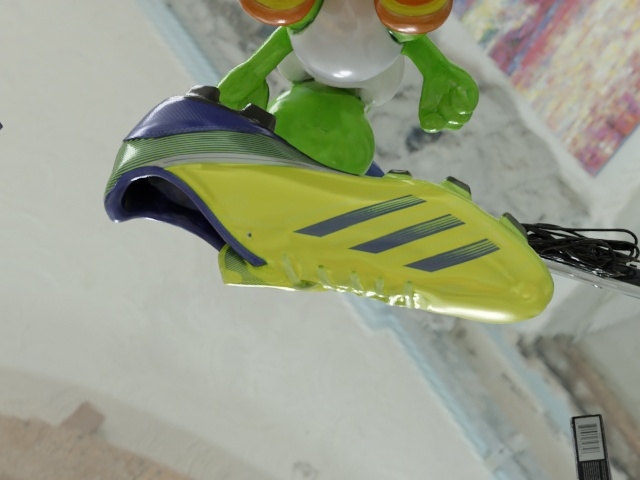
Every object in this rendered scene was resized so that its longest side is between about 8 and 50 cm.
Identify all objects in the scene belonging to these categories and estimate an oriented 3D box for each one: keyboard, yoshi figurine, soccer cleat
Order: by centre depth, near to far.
[{"bbox_3d":[0.000,0.001,0.815,0.289,0.093,0.121,23,-123,15],"label":"soccer cleat"},{"bbox_3d":[0.201,0.011,0.944,0.192,0.038,0.100,16,174,18],"label":"keyboard"},{"bbox_3d":[0.013,-0.139,1.119,0.203,0.362,0.203,-37,-99,-9],"label":"yoshi figurine"}]

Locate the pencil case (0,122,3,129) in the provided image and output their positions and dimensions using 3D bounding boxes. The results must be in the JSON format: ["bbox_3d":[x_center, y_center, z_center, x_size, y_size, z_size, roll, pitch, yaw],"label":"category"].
[{"bbox_3d":[-0.455,-0.203,1.521,0.206,0.088,0.086,55,-141,2],"label":"pencil case"}]

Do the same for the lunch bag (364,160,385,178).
[{"bbox_3d":[0.017,-0.074,1.389,0.098,0.067,0.065,36,180,-17],"label":"lunch bag"}]

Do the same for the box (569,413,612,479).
[{"bbox_3d":[0.222,0.229,1.025,0.029,0.162,0.116,-8,-134,11],"label":"box"}]
